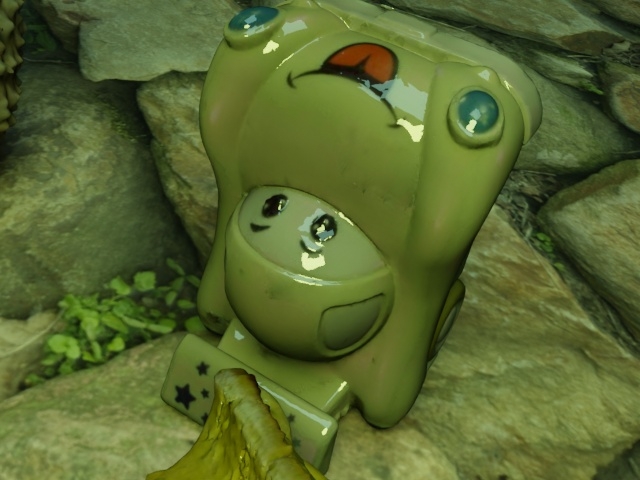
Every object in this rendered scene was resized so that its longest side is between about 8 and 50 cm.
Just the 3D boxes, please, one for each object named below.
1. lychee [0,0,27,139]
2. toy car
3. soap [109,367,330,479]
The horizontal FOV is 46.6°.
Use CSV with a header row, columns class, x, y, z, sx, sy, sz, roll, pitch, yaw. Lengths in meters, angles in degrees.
class,x,y,z,sx,sy,sz,roll,pitch,yaw
lychee,-0.488,-0.212,0.732,0.380,0.380,0.432,-18,67,-32
toy car,0.000,0.000,0.606,0.242,0.336,0.226,28,42,19
soap,0.024,0.270,0.455,0.169,0.305,0.338,-36,21,-10
